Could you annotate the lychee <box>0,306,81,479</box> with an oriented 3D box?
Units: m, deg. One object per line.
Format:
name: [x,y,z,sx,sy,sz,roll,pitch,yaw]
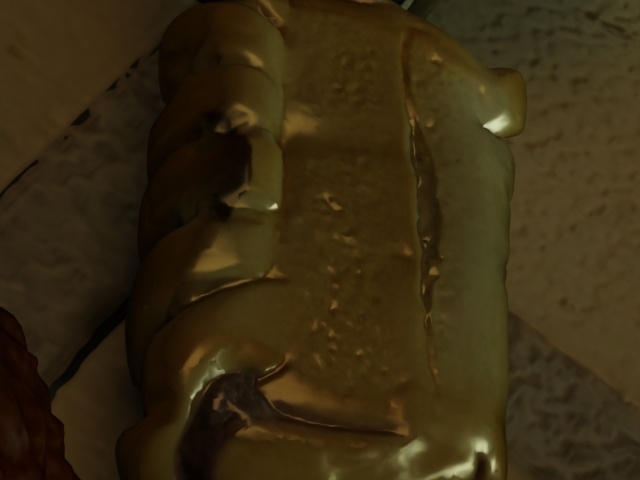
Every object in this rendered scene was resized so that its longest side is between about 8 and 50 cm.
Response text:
lychee: [-0.142,0.080,0.427,0.194,0.194,0.194,10,57,-15]

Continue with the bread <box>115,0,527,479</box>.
bread: [0.000,0.000,0.589,0.134,0.081,0.225,17,53,-16]
